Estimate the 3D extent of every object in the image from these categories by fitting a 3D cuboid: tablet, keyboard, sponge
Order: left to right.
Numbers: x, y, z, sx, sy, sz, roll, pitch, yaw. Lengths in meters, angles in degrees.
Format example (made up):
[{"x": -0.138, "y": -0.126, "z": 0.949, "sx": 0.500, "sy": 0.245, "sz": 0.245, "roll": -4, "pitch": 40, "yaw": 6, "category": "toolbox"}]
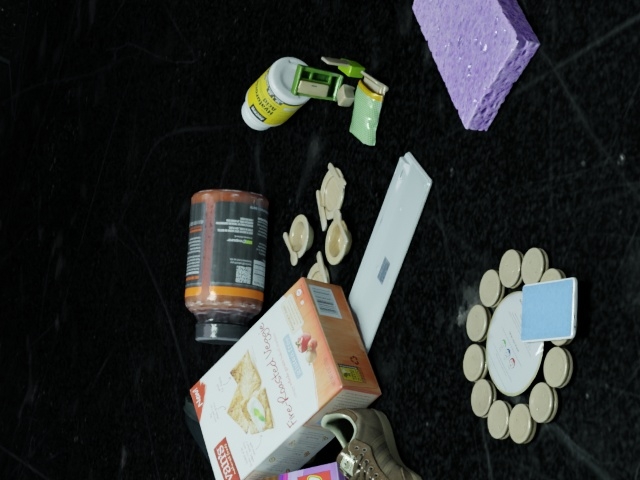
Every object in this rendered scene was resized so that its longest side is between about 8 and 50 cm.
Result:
[{"x": 0.069, "y": 0.029, "z": 1.695, "sx": 0.072, "sy": 0.014, "sz": 0.256, "roll": 52, "pitch": 131, "yaw": 50, "category": "keyboard"}, {"x": 0.154, "y": -0.221, "z": 1.553, "sx": 0.210, "sy": 0.031, "sz": 0.117, "roll": -109, "pitch": 35, "yaw": -43, "category": "sponge"}, {"x": 0.205, "y": 0.063, "z": 1.363, "sx": 0.083, "sy": 0.006, "sz": 0.054, "roll": 165, "pitch": 110, "yaw": -64, "category": "tablet"}]

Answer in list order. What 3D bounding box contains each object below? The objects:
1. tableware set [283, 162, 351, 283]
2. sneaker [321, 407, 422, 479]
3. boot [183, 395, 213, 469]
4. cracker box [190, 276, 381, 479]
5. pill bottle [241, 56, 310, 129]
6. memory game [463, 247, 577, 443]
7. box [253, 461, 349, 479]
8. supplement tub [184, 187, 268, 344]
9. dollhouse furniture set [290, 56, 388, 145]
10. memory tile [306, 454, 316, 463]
[{"x": 0.000, "y": 0.000, "z": 1.838, "sx": 0.141, "sy": 0.020, "sz": 0.168, "roll": -106, "pitch": 33, "yaw": -41, "category": "tableware set"}, {"x": 0.053, "y": 0.247, "z": 1.592, "sx": 0.188, "sy": 0.071, "sz": 0.066, "roll": -119, "pitch": 43, "yaw": -53, "category": "sneaker"}, {"x": -0.125, "y": 0.323, "z": 1.926, "sx": 0.246, "sy": 0.094, "sz": 0.207, "roll": 25, "pitch": 103, "yaw": 58, "category": "boot"}, {"x": -0.046, "y": 0.174, "z": 1.746, "sx": 0.232, "sy": 0.067, "sz": 0.155, "roll": -47, "pitch": 47, "yaw": 31, "category": "cracker box"}, {"x": -0.058, "y": -0.185, "z": 1.962, "sx": 0.116, "sy": 0.065, "sz": 0.065, "roll": 143, "pitch": 130, "yaw": -58, "category": "pill bottle"}, {"x": 0.185, "y": 0.097, "z": 1.420, "sx": 0.186, "sy": 0.012, "sz": 0.186, "roll": -172, "pitch": 90, "yaw": -66, "category": "memory game"}, {"x": -0.052, "y": 0.403, "z": 1.643, "sx": 0.057, "sy": 0.201, "sz": 0.293, "roll": 57, "pitch": -158, "yaw": -58, "category": "box"}, {"x": -0.124, "y": 0.036, "z": 1.996, "sx": 0.106, "sy": 0.106, "sz": 0.197, "roll": 164, "pitch": 112, "yaw": -63, "category": "supplement tub"}, {"x": 0.021, "y": -0.172, "z": 1.795, "sx": 0.151, "sy": 0.059, "sz": 0.076, "roll": -134, "pitch": 55, "yaw": -60, "category": "dollhouse furniture set"}, {"x": -0.007, "y": 0.183, "z": 1.810, "sx": 0.113, "sy": 0.012, "sz": 0.148, "roll": -110, "pitch": 36, "yaw": -46, "category": "memory tile"}]
